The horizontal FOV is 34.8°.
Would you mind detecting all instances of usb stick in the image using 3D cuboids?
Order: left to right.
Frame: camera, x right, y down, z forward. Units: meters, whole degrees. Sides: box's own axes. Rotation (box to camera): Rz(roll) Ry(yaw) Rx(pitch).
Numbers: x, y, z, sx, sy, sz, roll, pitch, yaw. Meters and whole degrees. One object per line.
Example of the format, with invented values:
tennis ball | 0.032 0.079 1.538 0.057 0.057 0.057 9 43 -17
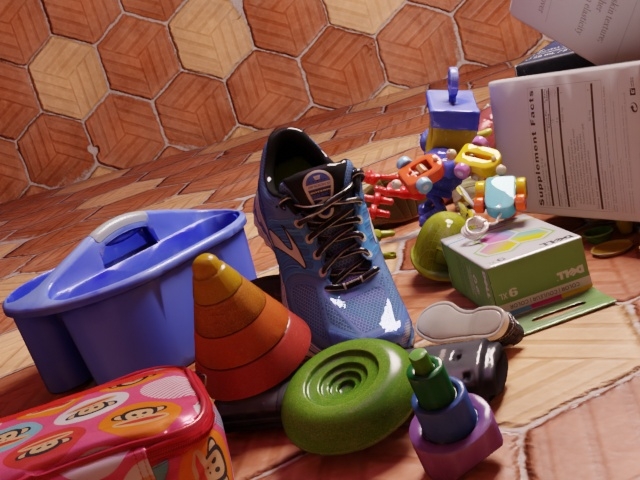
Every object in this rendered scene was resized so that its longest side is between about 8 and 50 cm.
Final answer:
usb stick | 0.031 0.134 0.931 0.278 0.045 0.077 -10 19 23

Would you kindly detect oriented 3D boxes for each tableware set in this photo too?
tableware set | 0.355 -0.005 1.141 0.104 0.024 0.154 -17 14 2

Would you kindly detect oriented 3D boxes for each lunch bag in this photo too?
lunch bag | -0.219 0.201 0.840 0.293 0.120 0.258 -18 9 -10

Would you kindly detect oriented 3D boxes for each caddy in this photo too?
caddy | -0.231 0.055 1.292 0.241 0.179 0.341 -7 17 41

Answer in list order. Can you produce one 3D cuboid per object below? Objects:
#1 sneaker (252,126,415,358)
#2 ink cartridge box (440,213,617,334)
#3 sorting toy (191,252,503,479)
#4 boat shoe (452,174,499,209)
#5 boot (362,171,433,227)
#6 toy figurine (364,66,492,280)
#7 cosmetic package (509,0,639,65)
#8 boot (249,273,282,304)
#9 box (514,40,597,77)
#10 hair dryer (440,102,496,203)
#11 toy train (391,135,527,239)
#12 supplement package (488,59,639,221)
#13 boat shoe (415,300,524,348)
sneaker | 0.000 0.000 1.100 0.130 0.147 0.330 -19 49 -13
ink cartridge box | 0.215 0.030 1.088 0.109 0.062 0.209 -18 14 -7
sorting toy | -0.009 0.087 0.863 0.127 0.126 0.365 -40 32 -25
boat shoe | 0.273 -0.081 1.529 0.153 0.048 0.056 -9 2 3
boot | 0.081 -0.067 1.617 0.213 0.077 0.165 -22 12 2
toy figurine | 0.136 -0.117 1.327 0.191 0.217 0.362 10 22 1
cosmetic package | 0.514 -0.393 1.298 0.393 0.329 0.327 37 60 20
boot | -0.025 0.075 1.165 0.219 0.082 0.106 -26 13 -39
box | 0.510 -0.264 1.668 0.296 0.183 0.294 -9 14 30
hair dryer | 0.258 -0.140 1.687 0.293 0.080 0.223 -42 -11 -51
toy train | 0.167 -0.056 1.187 0.125 0.046 0.166 -33 47 -9
supplement package | 0.360 -0.124 1.222 0.177 0.175 0.293 -11 8 -22
boat shoe | 0.145 0.086 1.004 0.125 0.038 0.046 -9 56 51
